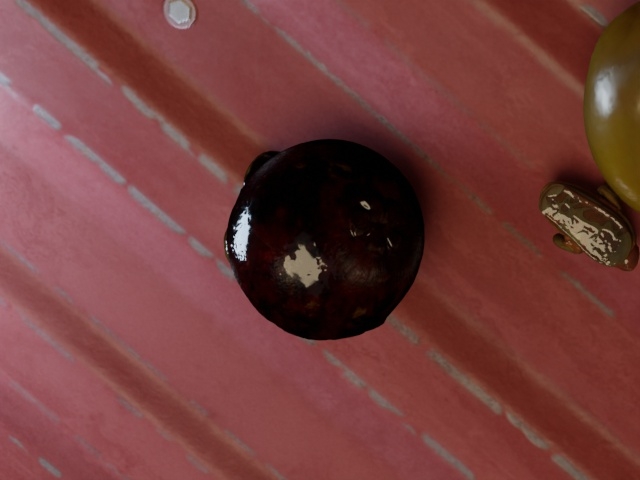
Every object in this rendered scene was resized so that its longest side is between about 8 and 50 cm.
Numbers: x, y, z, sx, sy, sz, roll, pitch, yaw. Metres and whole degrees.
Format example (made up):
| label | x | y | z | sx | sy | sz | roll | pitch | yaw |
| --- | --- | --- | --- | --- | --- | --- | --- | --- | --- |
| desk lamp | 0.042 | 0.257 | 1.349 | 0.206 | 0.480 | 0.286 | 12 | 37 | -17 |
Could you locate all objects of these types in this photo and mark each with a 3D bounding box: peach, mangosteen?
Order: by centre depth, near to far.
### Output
| label | x | y | z | sx | sy | sz | roll | pitch | yaw |
| --- | --- | --- | --- | --- | --- | --- | --- | --- | --- |
| peach | 0.351 | -0.112 | 1.415 | 0.251 | 0.153 | 0.251 | 9 | 135 | 9 |
| mangosteen | 0.000 | 0.000 | 1.586 | 0.209 | 0.210 | 0.210 | 10 | 121 | 17 |

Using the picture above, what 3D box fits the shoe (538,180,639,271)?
| label | x | y | z | sx | sy | sz | roll | pitch | yaw |
| --- | --- | --- | --- | --- | --- | --- | --- | --- | --- |
| shoe | 0.255 | -0.020 | 1.549 | 0.109 | 0.069 | 0.072 | 20 | 99 | 1 |
